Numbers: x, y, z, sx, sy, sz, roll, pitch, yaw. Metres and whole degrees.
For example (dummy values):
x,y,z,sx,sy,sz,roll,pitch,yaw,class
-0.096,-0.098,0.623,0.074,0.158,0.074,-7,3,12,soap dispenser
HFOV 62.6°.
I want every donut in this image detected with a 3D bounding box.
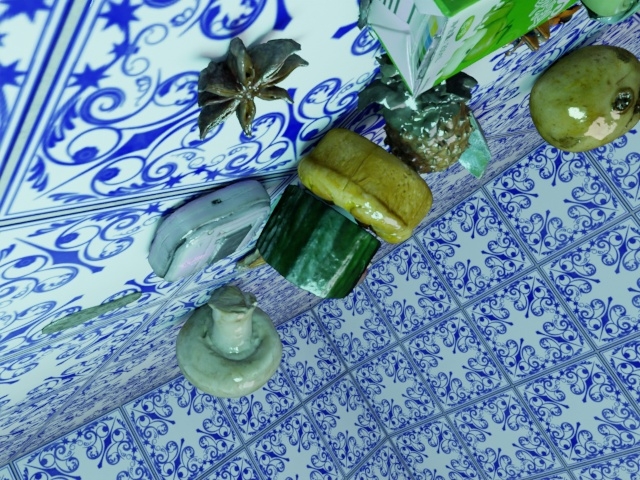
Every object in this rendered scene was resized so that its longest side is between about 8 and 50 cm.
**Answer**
x,y,z,sx,sy,sz,roll,pitch,yaw,class
0.072,-0.084,0.841,0.114,0.226,0.226,-55,169,2,donut

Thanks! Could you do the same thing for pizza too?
x,y,z,sx,sy,sz,roll,pitch,yaw,class
-0.116,0.017,1.201,0.185,0.052,0.195,-23,173,-11,pizza

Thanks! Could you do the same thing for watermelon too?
x,y,z,sx,sy,sz,roll,pitch,yaw,class
0.361,-0.236,1.255,0.094,0.154,0.241,-36,-178,24,watermelon

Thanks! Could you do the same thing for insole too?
x,y,z,sx,sy,sz,roll,pitch,yaw,class
-0.419,0.133,0.976,0.193,0.006,0.065,-22,166,-45,insole

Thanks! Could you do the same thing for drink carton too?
x,y,z,sx,sy,sz,roll,pitch,yaw,class
0.181,-0.276,0.526,0.271,0.108,0.161,-32,173,-8,drink carton

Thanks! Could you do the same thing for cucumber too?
x,y,z,sx,sy,sz,roll,pitch,yaw,class
0.007,0.005,0.862,0.130,0.191,0.191,-57,165,9,cucumber

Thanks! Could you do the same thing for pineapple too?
x,y,z,sx,sy,sz,roll,pitch,yaw,class
0.141,-0.195,0.757,0.170,0.141,0.310,-9,167,13,pineapple

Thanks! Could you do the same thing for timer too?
x,y,z,sx,sy,sz,roll,pitch,yaw,class
-0.176,-0.011,0.845,0.190,0.069,0.208,-29,169,-33,timer

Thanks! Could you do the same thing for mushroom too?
x,y,z,sx,sy,sz,roll,pitch,yaw,class
-0.246,0.270,1.437,0.297,0.297,0.290,-26,147,-32,mushroom

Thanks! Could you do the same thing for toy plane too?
x,y,z,sx,sy,sz,roll,pitch,yaw,class
0.363,-0.360,0.841,0.188,0.062,0.135,-42,176,-30,toy plane

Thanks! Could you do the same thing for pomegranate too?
x,y,z,sx,sy,sz,roll,pitch,yaw,class
0.632,-0.336,1.253,0.260,0.261,0.260,-31,170,-6,pomegranate

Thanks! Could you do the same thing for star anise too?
x,y,z,sx,sy,sz,roll,pitch,yaw,class
-0.073,-0.156,0.522,0.141,0.042,0.141,-30,167,-8,star anise

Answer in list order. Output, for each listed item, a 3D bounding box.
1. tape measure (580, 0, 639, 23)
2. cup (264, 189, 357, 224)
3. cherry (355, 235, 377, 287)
x,y,z,sx,sy,sz,roll,pitch,yaw,class
0.460,-0.402,0.756,0.175,0.106,0.200,-36,168,-2,tape measure
0.019,-0.050,1.069,0.235,0.148,0.134,-25,141,-41,cup
0.075,0.026,1.028,0.225,0.090,0.107,-46,159,11,cherry
